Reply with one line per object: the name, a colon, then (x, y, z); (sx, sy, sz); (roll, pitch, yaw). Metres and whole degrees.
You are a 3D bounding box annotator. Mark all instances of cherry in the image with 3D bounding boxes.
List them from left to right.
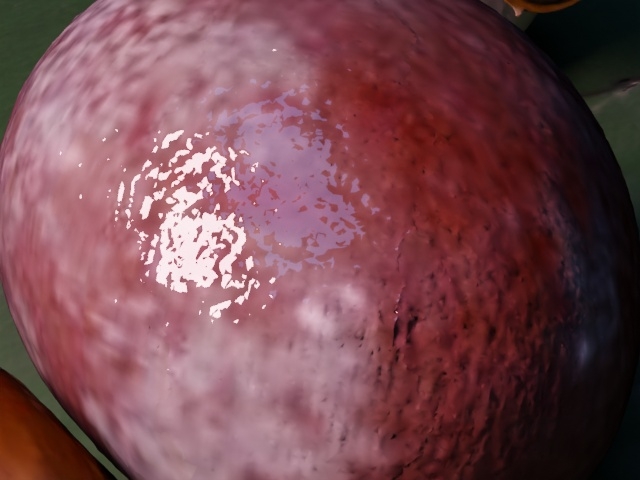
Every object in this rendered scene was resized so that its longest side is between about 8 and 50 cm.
cherry: (0.000, 0.000, 0.550); (0.236, 0.213, 0.285); (2, 21, -8)

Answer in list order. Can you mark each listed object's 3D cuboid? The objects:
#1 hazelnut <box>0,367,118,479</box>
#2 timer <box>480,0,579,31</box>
hazelnut: (-0.139, 0.118, 0.485); (0.182, 0.182, 0.182); (-8, 37, 6)
timer: (0.013, -0.183, 0.788); (0.233, 0.233, 0.240); (-20, 40, -11)
